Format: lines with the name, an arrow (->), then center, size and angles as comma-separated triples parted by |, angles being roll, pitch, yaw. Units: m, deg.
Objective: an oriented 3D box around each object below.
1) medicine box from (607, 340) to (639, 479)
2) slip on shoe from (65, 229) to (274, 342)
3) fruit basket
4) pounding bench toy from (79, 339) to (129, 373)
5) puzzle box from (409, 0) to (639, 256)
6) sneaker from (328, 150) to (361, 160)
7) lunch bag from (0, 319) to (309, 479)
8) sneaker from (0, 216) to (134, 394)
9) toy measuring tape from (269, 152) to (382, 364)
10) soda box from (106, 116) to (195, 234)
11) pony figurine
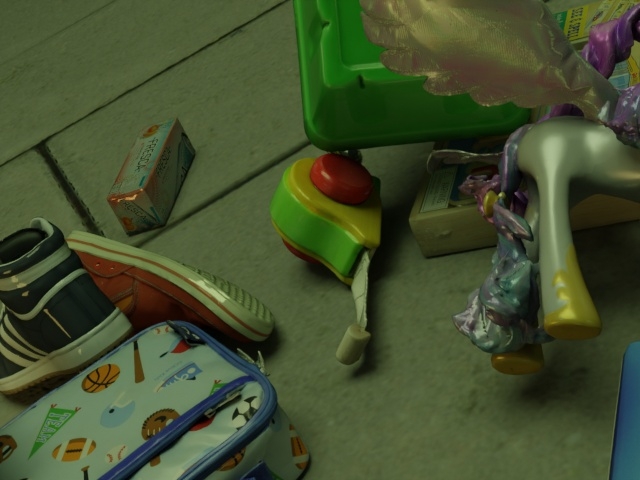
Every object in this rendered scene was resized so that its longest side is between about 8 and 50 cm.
medicine box -> 0.328, 0.179, 0.762 | 0.289, 0.149, 0.263 | -10, 33, 25
slip on shoe -> -0.176, 0.068, 1.398 | 0.331, 0.123, 0.101 | 13, 80, 42
fruit basket -> 0.109, -0.284, 1.404 | 0.283, 0.392, 0.392 | -5, 33, 6
pounding bench toy -> -0.195, 0.142, 1.332 | 0.065, 0.052, 0.083 | -40, 32, -24
puzzle box -> 0.266, -0.143, 1.420 | 0.272, 0.052, 0.409 | -11, 33, 24
sneaker -> 0.026, -0.112, 1.589 | 0.035, 0.031, 0.083 | -36, 24, 11
lunch bag -> -0.167, 0.205, 1.154 | 0.303, 0.115, 0.243 | -37, 33, -16
sneaker -> -0.314, 0.070, 1.375 | 0.099, 0.153, 0.282 | -43, 14, -35
toy measuring tape -> 0.000, 0.000, 1.331 | 0.121, 0.121, 0.330 | -18, 30, 15
soda box -> -0.221, -0.087, 1.704 | 0.058, 0.063, 0.183 | -14, 32, 20
pony figurine -> 0.218, -0.073, 1.103 | 0.351, 0.303, 0.363 | -3, 64, 23
